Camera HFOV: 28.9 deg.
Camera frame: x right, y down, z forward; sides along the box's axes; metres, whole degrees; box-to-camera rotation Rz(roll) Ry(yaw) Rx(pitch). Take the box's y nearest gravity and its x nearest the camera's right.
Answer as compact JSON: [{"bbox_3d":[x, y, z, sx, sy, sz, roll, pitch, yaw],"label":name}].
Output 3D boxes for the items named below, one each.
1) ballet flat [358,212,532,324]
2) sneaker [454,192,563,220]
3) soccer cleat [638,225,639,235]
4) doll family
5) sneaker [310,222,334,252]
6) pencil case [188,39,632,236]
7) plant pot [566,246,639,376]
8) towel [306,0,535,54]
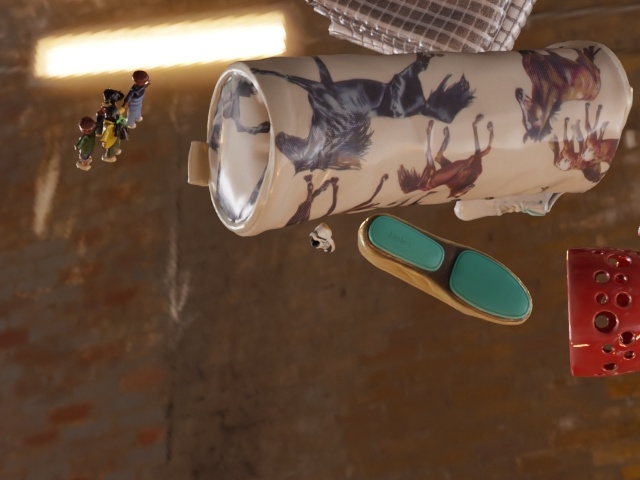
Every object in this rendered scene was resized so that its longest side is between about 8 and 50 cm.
[{"bbox_3d":[0.151,0.037,1.530,0.232,0.073,0.080,30,-113,-1],"label":"ballet flat"},{"bbox_3d":[0.321,-0.070,1.982,0.212,0.080,0.094,-25,-116,2],"label":"sneaker"},{"bbox_3d":[0.627,0.041,1.900,0.116,0.318,0.108,-48,-175,-3],"label":"soccer cleat"},{"bbox_3d":[-0.326,-0.197,1.966,0.076,0.111,0.193,16,-133,2],"label":"doll family"},{"bbox_3d":[0.000,0.000,2.087,0.037,0.083,0.032,-36,-118,-10],"label":"sneaker"},{"bbox_3d":[0.087,-0.103,1.192,0.410,0.160,0.183,-7,169,-24],"label":"pencil case"},{"bbox_3d":[0.445,0.104,1.795,0.174,0.191,0.191,0,-146,11],"label":"plant pot"},{"bbox_3d":[0.140,-0.350,1.601,0.284,0.121,0.235,26,-88,30],"label":"towel"}]
